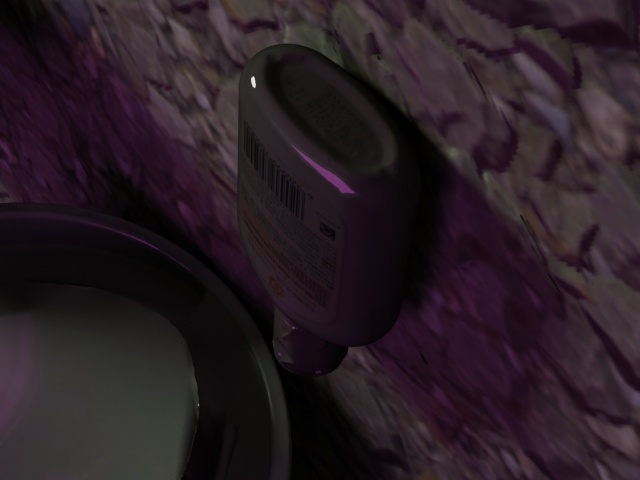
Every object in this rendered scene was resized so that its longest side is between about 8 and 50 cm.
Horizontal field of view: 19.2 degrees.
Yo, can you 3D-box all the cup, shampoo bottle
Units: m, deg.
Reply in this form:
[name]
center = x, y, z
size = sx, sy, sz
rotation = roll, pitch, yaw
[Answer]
[cup]
center = -0.140, 0.168, 0.963
size = 0.253, 0.253, 0.371
rotation = 46, 160, 22
[shampoo bottle]
center = 0.000, 0.000, 0.696
size = 0.080, 0.040, 0.165
rotation = 45, 157, 22
